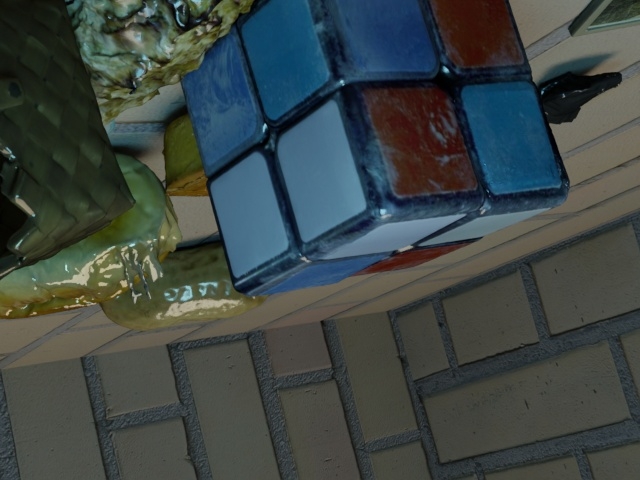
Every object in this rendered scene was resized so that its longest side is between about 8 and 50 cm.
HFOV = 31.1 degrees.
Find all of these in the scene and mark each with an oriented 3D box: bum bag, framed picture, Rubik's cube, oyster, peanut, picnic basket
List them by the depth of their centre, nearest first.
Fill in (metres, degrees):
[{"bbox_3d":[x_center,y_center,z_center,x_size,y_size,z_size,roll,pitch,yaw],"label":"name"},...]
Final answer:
[{"bbox_3d":[-0.376,-0.088,1.126,0.254,0.291,0.321,-23,175,38],"label":"picnic basket"},{"bbox_3d":[-0.187,-0.207,1.277,0.204,0.111,0.396,-8,164,-44],"label":"oyster"},{"bbox_3d":[0.057,-0.133,1.400,0.313,0.318,0.316,-8,168,-38],"label":"Rubik's cube"},{"bbox_3d":[0.538,-0.366,1.626,0.324,0.020,0.240,-12,169,-12],"label":"framed picture"},{"bbox_3d":[0.413,-0.242,1.982,0.123,0.060,0.248,-10,170,-17],"label":"bum bag"},{"bbox_3d":[-0.291,0.099,2.512,0.387,0.169,0.192,-9,172,-11],"label":"peanut"}]

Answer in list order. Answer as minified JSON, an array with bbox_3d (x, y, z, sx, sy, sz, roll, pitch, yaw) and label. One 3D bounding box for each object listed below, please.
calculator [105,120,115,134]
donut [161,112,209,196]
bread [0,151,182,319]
[{"bbox_3d":[-0.441,-0.128,1.473,0.386,0.054,0.256,-15,169,-5],"label":"calculator"},{"bbox_3d":[-0.099,-0.139,1.656,0.277,0.108,0.277,-12,175,-1],"label":"donut"},{"bbox_3d":[-0.400,-0.007,1.726,0.388,0.236,0.183,-6,152,4],"label":"bread"}]
